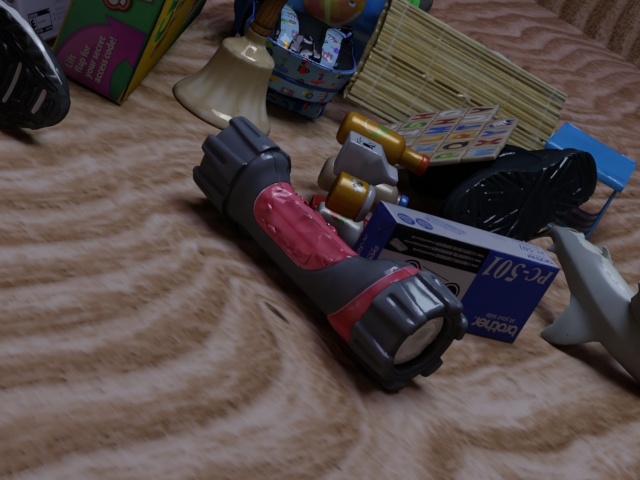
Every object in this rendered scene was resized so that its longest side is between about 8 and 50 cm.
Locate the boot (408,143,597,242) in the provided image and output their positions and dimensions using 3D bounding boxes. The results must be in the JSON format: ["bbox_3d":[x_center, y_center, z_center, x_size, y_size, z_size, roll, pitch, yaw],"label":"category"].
[{"bbox_3d":[0.174,-0.060,1.491,0.246,0.094,0.207,-23,22,-36],"label":"boot"}]

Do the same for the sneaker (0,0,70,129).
[{"bbox_3d":[-0.324,-0.200,1.225,0.271,0.100,0.108,40,19,27],"label":"sneaker"}]

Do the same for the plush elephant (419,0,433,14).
[{"bbox_3d":[0.054,-0.452,2.056,0.255,0.330,0.272,2,12,-4],"label":"plush elephant"}]

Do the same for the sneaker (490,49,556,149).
[{"bbox_3d":[0.242,-0.225,1.934,0.131,0.112,0.296,12,26,-34],"label":"sneaker"}]

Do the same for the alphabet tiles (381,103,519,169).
[{"bbox_3d":[0.140,-0.127,1.545,0.198,0.009,0.237,-5,19,21],"label":"alphabet tiles"}]

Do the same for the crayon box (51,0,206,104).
[{"bbox_3d":[-0.149,-0.373,1.398,0.106,0.363,0.313,26,31,-4],"label":"crayon box"}]

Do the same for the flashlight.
[{"bbox_3d":[0.000,0.000,1.144,0.304,0.103,0.103,47,-6,30],"label":"flashlight"}]

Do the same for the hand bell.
[{"bbox_3d":[-0.065,-0.253,1.451,0.126,0.242,0.126,24,23,-11],"label":"hand bell"}]

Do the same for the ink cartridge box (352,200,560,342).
[{"bbox_3d":[0.128,0.034,1.244,0.207,0.097,0.046,14,26,-31],"label":"ink cartridge box"}]

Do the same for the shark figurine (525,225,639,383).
[{"bbox_3d":[0.280,0.061,1.375,0.278,0.116,0.166,58,1,38],"label":"shark figurine"}]

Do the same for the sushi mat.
[{"bbox_3d":[0.187,-0.193,1.700,0.316,0.151,0.019,25,4,-27],"label":"sushi mat"}]

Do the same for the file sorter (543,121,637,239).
[{"bbox_3d":[0.355,-0.080,1.754,0.118,0.104,0.170,32,22,10],"label":"file sorter"}]

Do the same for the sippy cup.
[{"bbox_3d":[0.001,-0.344,1.780,0.224,0.305,0.240,12,53,-14],"label":"sippy cup"}]

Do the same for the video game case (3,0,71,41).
[{"bbox_3d":[-0.312,-0.327,1.422,0.023,0.193,0.212,-3,17,15],"label":"video game case"}]

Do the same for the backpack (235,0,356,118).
[{"bbox_3d":[-0.034,-0.226,1.597,0.158,0.117,0.173,23,22,-13],"label":"backpack"}]

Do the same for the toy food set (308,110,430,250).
[{"bbox_3d":[0.053,-0.045,1.307,0.104,0.111,0.232,25,18,-7],"label":"toy food set"}]
